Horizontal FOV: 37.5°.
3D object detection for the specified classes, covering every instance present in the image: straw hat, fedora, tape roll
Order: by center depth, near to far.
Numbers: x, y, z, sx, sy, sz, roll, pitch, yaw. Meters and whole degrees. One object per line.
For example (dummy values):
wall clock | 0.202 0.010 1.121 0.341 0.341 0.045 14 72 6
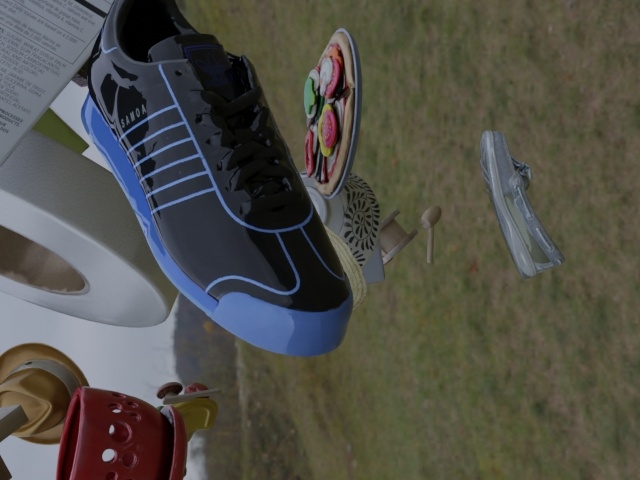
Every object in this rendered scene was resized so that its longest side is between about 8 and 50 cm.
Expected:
straw hat | -0.028 0.044 0.944 0.144 0.144 0.061 98 -162 -48
tape roll | -0.330 -0.019 1.006 0.392 0.392 0.072 106 -177 -68
fedora | -0.465 0.260 1.514 0.079 0.194 0.194 -49 -36 -70

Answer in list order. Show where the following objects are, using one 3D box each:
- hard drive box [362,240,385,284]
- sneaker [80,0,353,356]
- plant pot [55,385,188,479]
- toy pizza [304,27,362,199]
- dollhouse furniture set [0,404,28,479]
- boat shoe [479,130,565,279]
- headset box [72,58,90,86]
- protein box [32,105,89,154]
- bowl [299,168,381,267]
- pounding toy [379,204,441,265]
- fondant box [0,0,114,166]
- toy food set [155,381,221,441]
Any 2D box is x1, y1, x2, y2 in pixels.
hard drive box | 0.000 0.000 1.657 0.232 0.181 0.089 -111 11 -63
sneaker | -0.056 -0.045 0.491 0.232 0.081 0.090 48 134 28
plant pot | -0.306 0.328 1.448 0.191 0.174 0.191 -169 90 -67
toy pizza | 0.008 -0.149 1.112 0.201 0.032 0.201 -177 90 -76
dollhouse furniture set | -0.445 0.299 1.245 0.144 0.151 0.123 -40 -69 -52
boat shoe | 0.396 -0.078 1.873 0.118 0.103 0.320 -90 -21 -73
headset box | -0.417 -0.307 1.625 0.083 0.032 0.062 36 -130 -66
protein box | -0.526 -0.207 1.549 0.201 0.136 0.200 44 175 19
bowl | -0.013 -0.027 1.236 0.080 0.170 0.170 27 -119 -66
pounding toy | 0.164 0.031 2.138 0.269 0.155 0.154 -43 -2 40
fondant box | -0.195 -0.250 0.730 0.330 0.096 0.238 -41 38 26
toy food set | -0.264 0.314 1.778 0.071 0.128 0.218 64 150 31
